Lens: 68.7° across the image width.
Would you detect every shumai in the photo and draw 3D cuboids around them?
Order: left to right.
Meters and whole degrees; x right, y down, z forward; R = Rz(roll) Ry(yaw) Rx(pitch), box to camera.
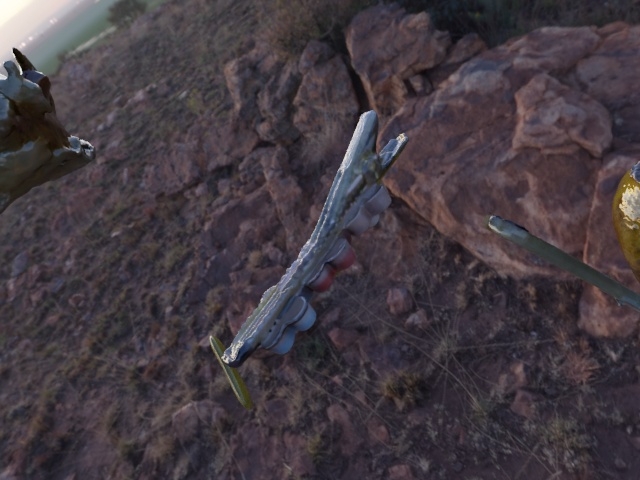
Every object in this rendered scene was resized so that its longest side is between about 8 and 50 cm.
[{"bbox_3d":[-0.408,-0.084,0.547,0.267,0.262,0.314,-37,55,56],"label":"shumai"}]

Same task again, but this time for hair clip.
[{"bbox_3d":[0.005,0.003,0.345,0.214,0.056,0.062,-61,26,-10],"label":"hair clip"}]

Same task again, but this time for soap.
[{"bbox_3d":[-0.094,0.138,0.494,0.012,0.034,0.089,-31,68,-9],"label":"soap"}]

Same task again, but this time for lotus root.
[{"bbox_3d":[0.579,-0.019,0.742,0.193,0.291,0.193,-34,25,18],"label":"lotus root"}]

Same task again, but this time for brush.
[{"bbox_3d":[0.269,0.046,0.429,0.020,0.336,0.085,-62,24,9],"label":"brush"}]
